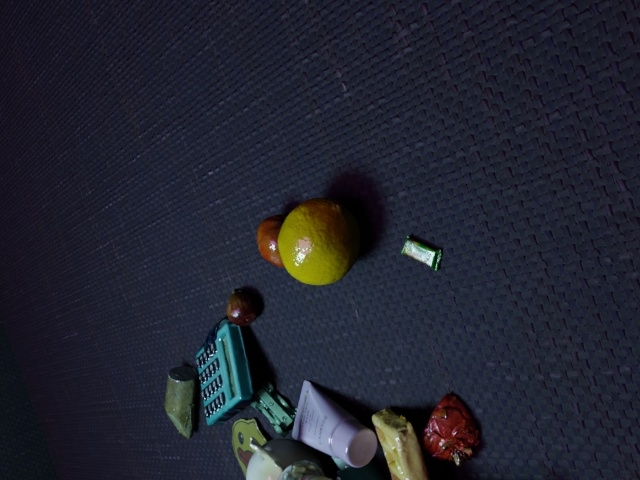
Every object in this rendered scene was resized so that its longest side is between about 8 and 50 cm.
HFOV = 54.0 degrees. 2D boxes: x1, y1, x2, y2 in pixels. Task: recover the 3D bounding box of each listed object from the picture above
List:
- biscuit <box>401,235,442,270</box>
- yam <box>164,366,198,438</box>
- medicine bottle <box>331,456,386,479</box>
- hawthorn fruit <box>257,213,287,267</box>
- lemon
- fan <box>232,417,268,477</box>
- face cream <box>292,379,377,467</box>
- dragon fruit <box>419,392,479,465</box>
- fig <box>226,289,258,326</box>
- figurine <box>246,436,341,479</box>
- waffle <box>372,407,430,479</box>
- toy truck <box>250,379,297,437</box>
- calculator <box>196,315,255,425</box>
[{"bbox_3d":[0.202,0.024,1.260,0.089,0.016,0.046,29,123,34],"label":"biscuit"},{"bbox_3d":[-0.446,0.521,2.005,0.106,0.106,0.259,29,121,34],"label":"yam"},{"bbox_3d":[0.116,0.614,1.500,0.124,0.079,0.258,-46,70,25],"label":"medicine bottle"},{"bbox_3d":[-0.091,0.002,1.470,0.128,0.128,0.128,17,115,40],"label":"hawthorn fruit"},{"bbox_3d":[0.000,0.000,1.336,0.178,0.178,0.203,48,130,21],"label":"lemon"},{"bbox_3d":[-0.200,0.673,1.858,0.230,0.011,0.334,23,118,46],"label":"fan"},{"bbox_3d":[0.020,0.448,1.512,0.274,0.096,0.154,10,91,55],"label":"face cream"},{"bbox_3d":[0.264,0.411,1.294,0.106,0.083,0.162,32,122,30],"label":"dragon fruit"},{"bbox_3d":[-0.217,0.166,1.679,0.125,0.089,0.088,60,138,37],"label":"fig"},{"bbox_3d":[-0.064,0.579,1.496,0.274,0.226,0.394,48,159,-17],"label":"figurine"},{"bbox_3d":[0.192,0.507,1.356,0.168,0.057,0.274,179,74,-78],"label":"waffle"},{"bbox_3d":[-0.123,0.458,1.696,0.154,0.080,0.078,37,154,29],"label":"toy truck"},{"bbox_3d":[-0.278,0.371,1.765,0.274,0.058,0.248,-45,51,45],"label":"calculator"}]
